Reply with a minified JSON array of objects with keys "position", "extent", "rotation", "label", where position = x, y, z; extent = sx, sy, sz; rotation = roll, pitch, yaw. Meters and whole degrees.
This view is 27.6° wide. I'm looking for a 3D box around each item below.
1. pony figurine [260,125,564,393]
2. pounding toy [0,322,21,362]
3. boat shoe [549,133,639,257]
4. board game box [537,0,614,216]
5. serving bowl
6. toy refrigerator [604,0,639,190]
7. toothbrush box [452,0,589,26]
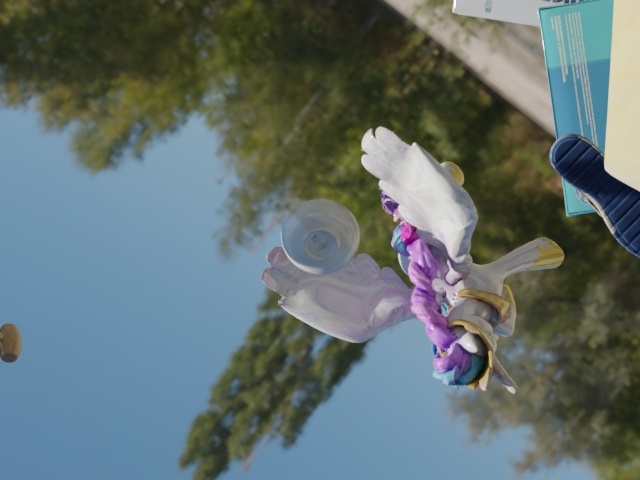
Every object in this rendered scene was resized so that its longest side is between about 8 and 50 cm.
[{"position":[0.151,0.026,1.734],"extent":[0.351,0.303,0.363],"rotation":[39,-150,1],"label":"pony figurine"},{"position":[-0.584,0.104,1.976],"extent":[0.270,0.154,0.154],"rotation":[9,-144,-12],"label":"pounding toy"},{"position":[0.331,-0.052,1.446],"extent":[0.183,0.066,0.066],"rotation":[48,-165,0],"label":"boat shoe"},{"position":[0.445,-0.176,1.540],"extent":[0.079,0.336,0.253],"rotation":[-21,-77,-71],"label":"board game box"},{"position":[0.000,0.000,1.350],"extent":[0.083,0.083,0.027],"rotation":[36,-161,-13],"label":"serving bowl"},{"position":[0.237,-0.149,0.784],"extent":[0.094,0.102,0.269],"rotation":[34,149,34],"label":"toy refrigerator"},{"position":[0.302,-0.428,1.681],"extent":[0.216,0.295,0.126],"rotation":[10,-161,10],"label":"toothbrush box"}]
